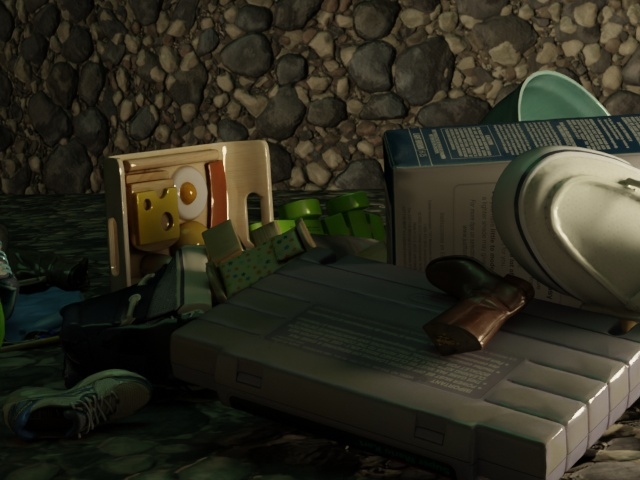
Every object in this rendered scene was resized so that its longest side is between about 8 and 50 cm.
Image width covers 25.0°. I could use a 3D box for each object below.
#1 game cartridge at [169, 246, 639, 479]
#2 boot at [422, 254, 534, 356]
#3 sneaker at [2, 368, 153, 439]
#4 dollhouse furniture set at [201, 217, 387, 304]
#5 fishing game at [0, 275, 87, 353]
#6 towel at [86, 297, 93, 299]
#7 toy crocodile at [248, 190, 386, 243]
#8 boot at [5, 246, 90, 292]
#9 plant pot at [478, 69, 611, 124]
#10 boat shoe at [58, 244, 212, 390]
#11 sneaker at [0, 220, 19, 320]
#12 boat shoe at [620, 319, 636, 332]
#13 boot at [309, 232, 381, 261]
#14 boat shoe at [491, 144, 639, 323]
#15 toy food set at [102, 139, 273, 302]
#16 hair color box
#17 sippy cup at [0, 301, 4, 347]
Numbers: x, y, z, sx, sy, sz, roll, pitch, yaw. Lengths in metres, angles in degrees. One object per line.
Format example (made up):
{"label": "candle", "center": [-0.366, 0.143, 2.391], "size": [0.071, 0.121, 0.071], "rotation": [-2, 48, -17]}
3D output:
{"label": "game cartridge", "center": [0.076, 0.100, 1.204], "size": [0.355, 0.068, 0.230], "rotation": [13, 32, 33]}
{"label": "boot", "center": [0.108, 0.055, 1.195], "size": [0.106, 0.037, 0.114], "rotation": [11, 31, 33]}
{"label": "sneaker", "center": [-0.214, 0.155, 1.292], "size": [0.135, 0.052, 0.058], "rotation": [-13, 19, -14]}
{"label": "dollhouse furniture set", "center": [-0.030, -0.004, 1.515], "size": [0.182, 0.101, 0.161], "rotation": [-26, 42, 2]}
{"label": "fishing game", "center": [-0.378, 0.099, 1.799], "size": [0.189, 0.041, 0.264], "rotation": [-12, 18, -20]}
{"label": "towel", "center": [-0.346, 0.092, 1.901], "size": [0.119, 0.029, 0.067], "rotation": [-1, 8, 26]}
{"label": "toy crocodile", "center": [0.000, 0.000, 2.167], "size": [0.105, 0.115, 0.340], "rotation": [-21, -7, 35]}
{"label": "boot", "center": [-0.435, 0.048, 2.125], "size": [0.161, 0.083, 0.246], "rotation": [4, 9, 7]}
{"label": "plant pot", "center": [0.296, -0.058, 1.989], "size": [0.196, 0.293, 0.293], "rotation": [-32, -12, 37]}
{"label": "boat shoe", "center": [-0.194, 0.079, 1.531], "size": [0.158, 0.127, 0.340], "rotation": [-4, 7, -5]}
{"label": "sneaker", "center": [-0.418, 0.058, 1.755], "size": [0.122, 0.110, 0.283], "rotation": [6, 26, 6]}
{"label": "boat shoe", "center": [0.368, 0.058, 1.564], "size": [0.098, 0.109, 0.302], "rotation": [0, 2, 32]}
{"label": "boot", "center": [0.076, 0.041, 1.816], "size": [0.222, 0.118, 0.338], "rotation": [2, 12, 3]}
{"label": "boat shoe", "center": [0.318, 0.037, 1.227], "size": [0.367, 0.136, 0.156], "rotation": [33, -7, -24]}
{"label": "toy food set", "center": [-0.164, -0.011, 1.883], "size": [0.092, 0.220, 0.306], "rotation": [1, 8, 33]}
{"label": "hair color box", "center": [0.237, -0.020, 1.372], "size": [0.347, 0.174, 0.105], "rotation": [-3, 26, -1]}
{"label": "sippy cup", "center": [-0.436, 0.069, 1.332], "size": [0.240, 0.224, 0.305], "rotation": [-5, 8, -23]}
